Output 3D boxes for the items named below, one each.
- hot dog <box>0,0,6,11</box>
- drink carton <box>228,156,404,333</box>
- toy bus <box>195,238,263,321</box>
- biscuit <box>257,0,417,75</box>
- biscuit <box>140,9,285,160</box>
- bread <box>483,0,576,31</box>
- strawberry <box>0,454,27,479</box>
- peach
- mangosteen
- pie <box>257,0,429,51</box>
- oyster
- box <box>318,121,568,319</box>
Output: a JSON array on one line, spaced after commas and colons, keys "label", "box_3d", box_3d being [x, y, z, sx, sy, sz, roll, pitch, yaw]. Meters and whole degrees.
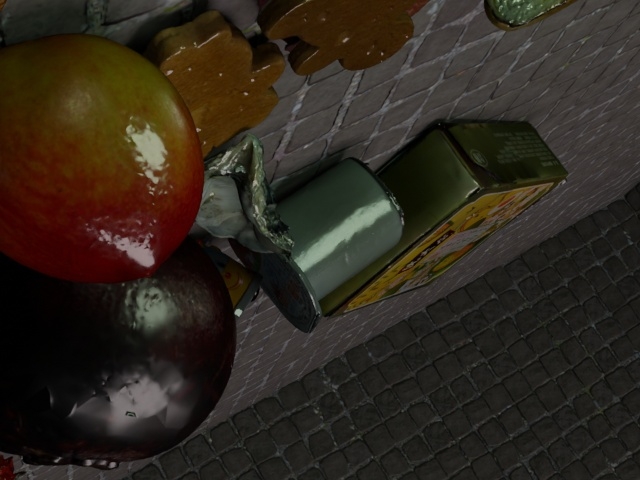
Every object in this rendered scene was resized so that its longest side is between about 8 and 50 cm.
[{"label": "hot dog", "box_3d": [-0.212, -0.161, 0.555, 0.099, 0.065, 0.147, -13, 145, -53]}, {"label": "drink carton", "box_3d": [0.000, 0.000, 1.346, 0.190, 0.191, 0.185, -34, 166, -23]}, {"label": "toy bus", "box_3d": [-0.184, 0.094, 1.332, 0.209, 0.136, 0.126, -44, -169, 38]}, {"label": "biscuit", "box_3d": [0.026, -0.191, 0.824, 0.138, 0.031, 0.205, -34, 164, 16]}, {"label": "biscuit", "box_3d": [-0.120, -0.135, 0.901, 0.184, 0.035, 0.249, -34, 168, 5]}, {"label": "bread", "box_3d": [0.252, -0.287, 1.092, 0.157, 0.083, 0.094, -30, 169, 0]}, {"label": "strawberry", "box_3d": [-0.608, 0.395, 1.540, 0.228, 0.098, 0.174, -12, 155, -47]}, {"label": "peach", "box_3d": [-0.178, -0.052, 0.732, 0.197, 0.197, 0.197, -30, 166, -8]}, {"label": "mangosteen", "box_3d": [-0.226, 0.073, 0.931, 0.297, 0.297, 0.293, -2, 105, -64]}, {"label": "pie", "box_3d": [0.044, -0.242, 0.854, 0.219, 0.054, 0.204, -27, 165, -20]}, {"label": "oyster", "box_3d": [-0.103, -0.038, 1.129, 0.087, 0.199, 0.252, -58, 140, -17]}, {"label": "box", "box_3d": [0.194, -0.044, 1.691, 0.373, 0.138, 0.420, -40, 165, 29]}]
